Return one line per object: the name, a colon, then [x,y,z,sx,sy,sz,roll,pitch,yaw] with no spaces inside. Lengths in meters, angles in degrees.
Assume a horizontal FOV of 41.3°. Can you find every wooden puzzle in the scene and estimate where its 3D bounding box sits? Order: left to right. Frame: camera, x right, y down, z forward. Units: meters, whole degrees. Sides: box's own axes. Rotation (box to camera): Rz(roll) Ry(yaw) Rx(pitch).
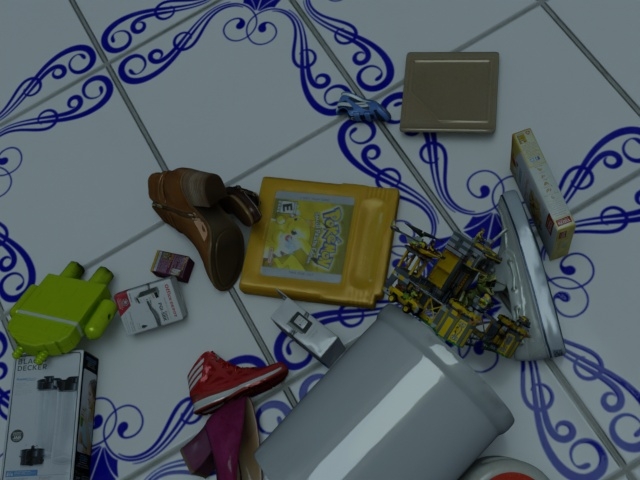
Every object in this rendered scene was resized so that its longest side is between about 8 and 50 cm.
wooden puzzle: [0.306,-0.347,2.008,0.221,0.044,0.238,3,64,12]

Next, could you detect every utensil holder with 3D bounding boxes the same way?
utensil holder: [0.111,0.364,1.597,0.385,0.327,0.327,-45,67,-7]

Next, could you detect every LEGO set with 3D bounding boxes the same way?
LEGO set: [0.282,0.076,1.600,0.255,0.331,0.192,38,101,43]

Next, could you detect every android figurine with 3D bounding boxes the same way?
android figurine: [-0.582,0.162,1.900,0.248,0.056,0.273,8,47,20]

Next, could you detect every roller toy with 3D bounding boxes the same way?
roller toy: [0.338,0.500,1.570,0.209,0.146,0.191,-42,84,-10]

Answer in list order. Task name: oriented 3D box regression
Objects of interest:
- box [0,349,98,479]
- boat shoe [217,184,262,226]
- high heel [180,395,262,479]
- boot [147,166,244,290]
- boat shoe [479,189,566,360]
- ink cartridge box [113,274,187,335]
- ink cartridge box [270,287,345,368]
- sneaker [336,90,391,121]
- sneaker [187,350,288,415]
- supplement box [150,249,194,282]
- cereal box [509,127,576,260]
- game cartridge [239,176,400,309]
box: [-0.585,0.389,1.840,0.169,0.087,0.290,-4,67,8]
boat shoe: [-0.173,-0.088,1.923,0.073,0.073,0.207,-27,26,-17]
high heel: [-0.126,0.492,1.686,0.181,0.127,0.377,-43,63,3]
boot: [-0.295,-0.029,1.938,0.220,0.283,0.109,6,29,42]
boat shoe: [0.391,0.078,1.778,0.156,0.136,0.367,-16,73,15]
ink cartridge box: [-0.378,0.145,1.900,0.135,0.056,0.099,-18,94,3]
ink cartridge box: [-0.039,0.187,1.814,0.180,0.104,0.060,36,80,22]
sneaker: [0.101,-0.305,2.019,0.144,0.053,0.059,23,73,27]
sneaker: [-0.187,0.276,1.816,0.221,0.087,0.128,-23,67,-1]
supplement box: [-0.340,0.060,1.954,0.083,0.043,0.055,12,71,15]
cereal box: [0.466,-0.095,1.800,0.047,0.173,0.240,-18,65,2]
game cartridge: [0.000,0.000,1.913,0.324,0.052,0.285,5,69,14]
